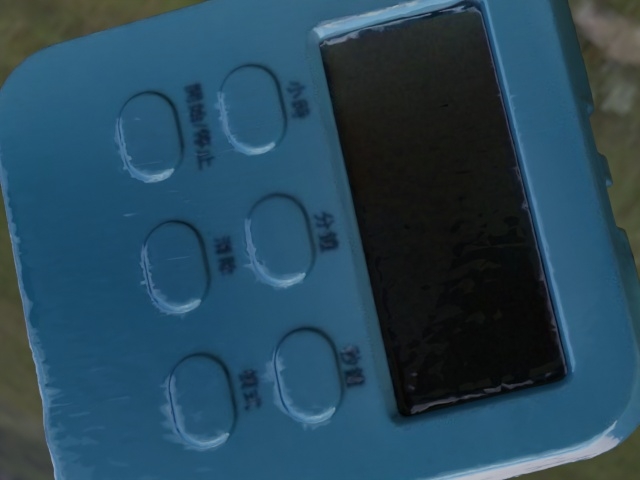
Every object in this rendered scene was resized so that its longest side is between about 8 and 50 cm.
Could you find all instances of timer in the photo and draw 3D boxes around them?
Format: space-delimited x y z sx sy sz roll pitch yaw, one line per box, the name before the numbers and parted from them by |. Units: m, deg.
timer | 0.000 0.000 0.819 0.091 0.250 0.232 21 -127 -66
